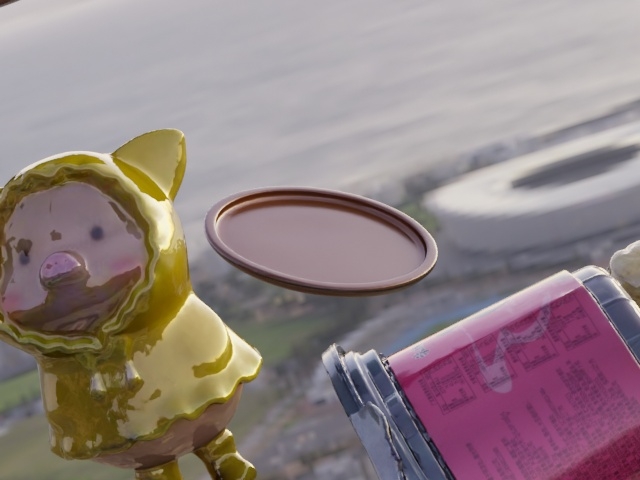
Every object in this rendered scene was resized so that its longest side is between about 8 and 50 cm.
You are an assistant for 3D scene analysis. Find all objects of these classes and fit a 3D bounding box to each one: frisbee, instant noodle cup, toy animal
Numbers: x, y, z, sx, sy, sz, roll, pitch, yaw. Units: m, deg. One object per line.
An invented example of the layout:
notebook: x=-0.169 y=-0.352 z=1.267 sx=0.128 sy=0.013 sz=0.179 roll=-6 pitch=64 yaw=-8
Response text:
frisbee: x=0.000 y=0.000 z=1.975 sx=0.250 sy=0.021 sz=0.251 roll=8 pitch=25 yaw=-4
instant noodle cup: x=0.142 y=0.132 z=1.140 sx=0.181 sy=0.258 sz=0.302 roll=-31 pitch=11 yaw=2
toy animal: x=-0.118 y=0.055 z=1.134 sx=0.156 sy=0.230 sz=0.156 roll=-21 pitch=6 yaw=2

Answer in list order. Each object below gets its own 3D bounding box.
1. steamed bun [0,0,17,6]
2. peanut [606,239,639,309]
steamed bun: x=-0.257 y=-0.298 z=1.362 sx=0.379 sy=0.235 sz=0.248 roll=-16 pitch=27 yaw=20
peanut: x=0.307 y=0.061 z=1.452 sx=0.103 sy=0.098 sz=0.229 roll=9 pitch=-7 yaw=45
